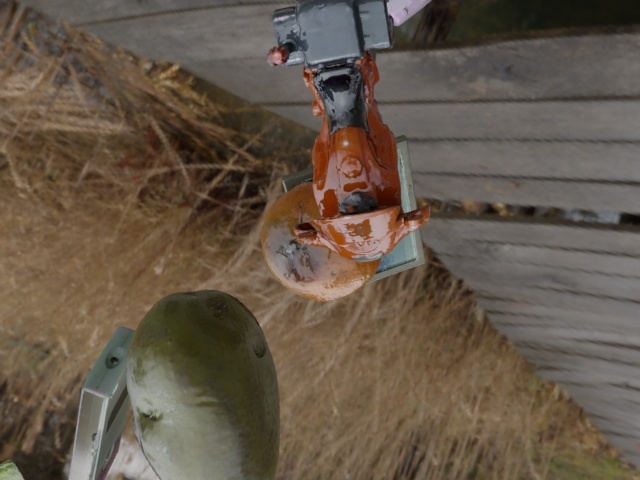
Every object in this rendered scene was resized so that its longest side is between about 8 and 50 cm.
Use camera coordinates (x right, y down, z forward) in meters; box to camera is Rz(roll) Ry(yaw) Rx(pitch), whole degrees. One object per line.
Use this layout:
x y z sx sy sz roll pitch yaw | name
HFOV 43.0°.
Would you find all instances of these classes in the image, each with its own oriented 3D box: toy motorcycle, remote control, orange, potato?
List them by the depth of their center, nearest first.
-0.116 0.176 0.857 0.159 0.251 0.174 -11 175 43 | potato
0.030 -0.113 0.875 0.148 0.325 0.221 -9 -162 8 | toy motorcycle
-0.360 0.301 1.341 0.050 0.145 0.344 21 129 -1 | remote control
0.000 0.000 1.439 0.224 0.223 0.170 13 -163 29 | orange

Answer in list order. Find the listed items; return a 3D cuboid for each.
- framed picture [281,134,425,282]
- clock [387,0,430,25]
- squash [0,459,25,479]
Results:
0.075 -0.035 1.604 0.022 0.248 0.335 -115 8 -47 | framed picture
0.042 -0.513 1.269 0.295 0.113 0.322 45 -170 -44 | clock
-0.423 0.413 1.198 0.204 0.236 0.155 -20 -173 21 | squash
